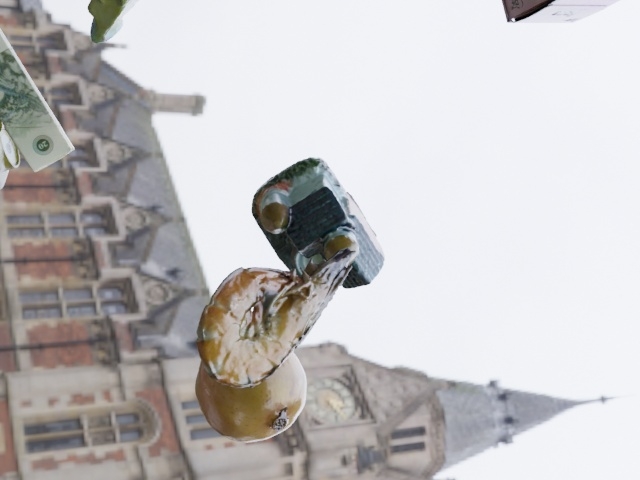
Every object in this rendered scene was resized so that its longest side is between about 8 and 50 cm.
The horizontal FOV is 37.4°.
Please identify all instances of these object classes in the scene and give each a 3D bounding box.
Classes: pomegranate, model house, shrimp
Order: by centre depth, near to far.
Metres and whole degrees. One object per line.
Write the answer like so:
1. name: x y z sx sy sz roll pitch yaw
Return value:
1. shrimp: -0.070 0.092 1.465 0.062 0.317 0.164 2 -50 55
2. pomegranate: -0.114 0.244 1.591 0.191 0.191 0.191 4 -85 63
3. model house: 0.000 0.000 1.707 0.253 0.184 0.291 58 3 -15

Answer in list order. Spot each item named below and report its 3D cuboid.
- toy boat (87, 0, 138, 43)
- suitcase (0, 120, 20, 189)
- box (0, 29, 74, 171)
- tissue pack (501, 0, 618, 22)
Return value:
1. toy boat: -0.218 -0.339 0.961 0.111 0.084 0.276 -62 152 -48
2. suitcase: -0.653 -0.201 1.757 0.235 0.143 0.194 -101 177 -53
3. box: -0.457 -0.227 1.374 0.256 0.069 0.164 61 -11 -13
4. tissue pack: 0.296 -0.416 1.249 0.092 0.149 0.246 -20 -98 52
